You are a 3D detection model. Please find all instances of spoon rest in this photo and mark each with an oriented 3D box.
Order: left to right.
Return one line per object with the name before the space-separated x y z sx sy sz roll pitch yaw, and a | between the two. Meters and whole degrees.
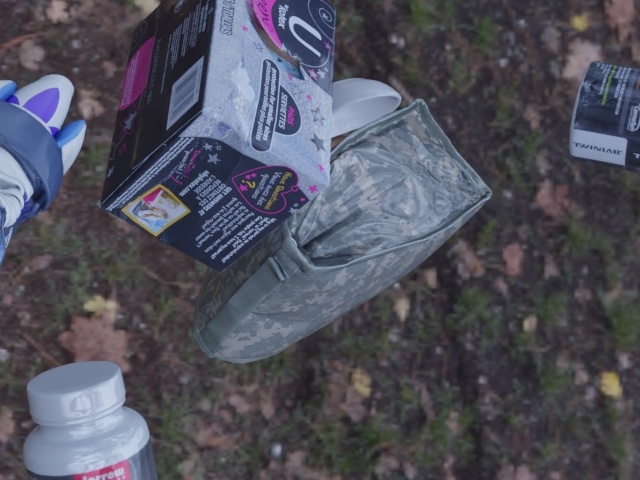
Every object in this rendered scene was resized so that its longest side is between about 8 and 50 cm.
spoon rest | -0.024 -0.153 1.612 0.137 0.276 0.084 82 -5 -81

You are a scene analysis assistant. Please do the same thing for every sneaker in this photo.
sneaker | -0.258 -0.054 0.881 0.130 0.323 0.236 36 67 -12

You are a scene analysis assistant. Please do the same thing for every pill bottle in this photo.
pill bottle | -0.317 0.338 1.679 0.176 0.176 0.318 -25 112 -49
pill bottle | 0.440 -0.139 1.472 0.130 0.246 0.130 13 90 -70

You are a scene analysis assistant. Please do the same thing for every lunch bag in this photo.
lunch bag | 0.000 0.000 1.297 0.287 0.235 0.169 -32 82 -41

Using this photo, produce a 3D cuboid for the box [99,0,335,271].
box | -0.085 -0.127 1.100 0.142 0.163 0.247 29 42 -29
